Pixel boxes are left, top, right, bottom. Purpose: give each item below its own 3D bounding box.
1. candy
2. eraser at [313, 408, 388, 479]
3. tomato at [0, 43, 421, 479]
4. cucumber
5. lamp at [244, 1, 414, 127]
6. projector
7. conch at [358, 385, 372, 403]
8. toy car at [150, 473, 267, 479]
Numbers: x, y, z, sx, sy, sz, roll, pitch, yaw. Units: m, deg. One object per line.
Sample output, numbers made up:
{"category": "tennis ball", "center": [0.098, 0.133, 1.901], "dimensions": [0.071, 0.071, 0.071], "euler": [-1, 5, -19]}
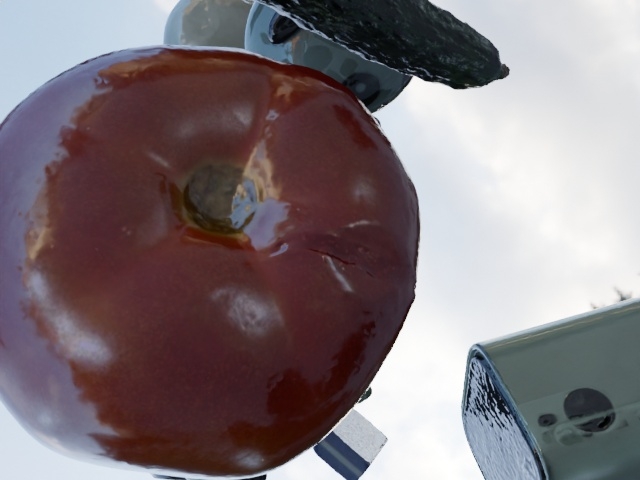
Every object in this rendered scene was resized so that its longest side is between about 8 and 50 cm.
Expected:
{"category": "candy", "center": [-0.117, -0.257, 1.670], "dimensions": [0.427, 0.186, 0.386], "euler": [3, -108, -64]}
{"category": "eraser", "center": [0.048, 0.308, 1.482], "dimensions": [0.036, 0.082, 0.225], "euler": [-51, -10, 7]}
{"category": "tomato", "center": [-0.089, 0.013, 0.641], "dimensions": [0.226, 0.299, 0.298], "euler": [118, 174, -64]}
{"category": "cucumber", "center": [0.022, -0.177, 0.726], "dimensions": [0.294, 0.067, 0.067], "euler": [22, -108, -28]}
{"category": "lamp", "center": [0.010, -0.189, 1.052], "dimensions": [0.197, 0.198, 0.244], "euler": [-53, -17, -40]}
{"category": "projector", "center": [0.350, 0.249, 1.304], "dimensions": [0.248, 0.249, 0.248], "euler": [87, 165, -47]}
{"category": "conch", "center": [-0.036, 0.157, 1.210], "dimensions": [0.188, 0.122, 0.175], "euler": [10, -75, -18]}
{"category": "toy car", "center": [-0.129, 0.159, 1.028], "dimensions": [0.118, 0.301, 0.193], "euler": [6, -101, -22]}
